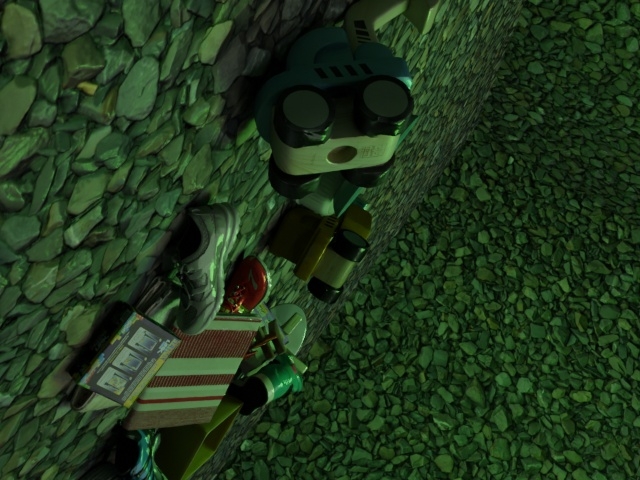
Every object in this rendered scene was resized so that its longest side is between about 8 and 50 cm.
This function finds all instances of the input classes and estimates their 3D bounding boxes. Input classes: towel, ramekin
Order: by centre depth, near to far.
[{"bbox_3d":[-0.374,0.232,1.582,0.317,0.053,0.332,-55,167,-2],"label":"towel"},{"bbox_3d":[-0.292,0.296,1.656,0.237,0.037,0.329,8,117,-46],"label":"towel"},{"bbox_3d":[0.025,-0.164,1.927,0.207,0.109,0.207,-52,168,-17],"label":"ramekin"}]

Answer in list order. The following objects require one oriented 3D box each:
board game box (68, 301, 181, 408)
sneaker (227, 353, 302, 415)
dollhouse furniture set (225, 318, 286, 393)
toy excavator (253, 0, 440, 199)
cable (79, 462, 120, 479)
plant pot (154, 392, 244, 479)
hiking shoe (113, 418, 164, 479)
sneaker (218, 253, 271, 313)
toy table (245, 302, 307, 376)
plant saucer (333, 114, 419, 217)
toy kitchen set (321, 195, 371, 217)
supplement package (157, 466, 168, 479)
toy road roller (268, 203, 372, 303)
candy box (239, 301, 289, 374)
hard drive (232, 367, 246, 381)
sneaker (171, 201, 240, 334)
[{"bbox_3d":[-0.375,0.223,1.398,0.170,0.048,0.141,-52,136,-7],"label":"board game box"},{"bbox_3d":[-0.147,0.404,2.072,0.178,0.124,0.295,-22,174,-32],"label":"sneaker"},{"bbox_3d":[-0.248,0.325,1.881,0.262,0.135,0.259,-13,167,-34],"label":"dollhouse furniture set"},{"bbox_3d":[0.068,-0.345,1.414,0.432,0.445,0.222,-9,154,-11],"label":"toy excavator"},{"bbox_3d":[-0.600,0.698,1.868,0.257,0.089,0.257,-40,161,-56],"label":"cable"},{"bbox_3d":[-0.374,0.507,1.994,0.212,0.187,0.212,-60,168,21],"label":"plant pot"},{"bbox_3d":[-0.470,0.595,1.827,0.132,0.113,0.304,3,78,-64],"label":"hiking shoe"},{"bbox_3d":[-0.219,0.161,1.876,0.118,0.107,0.279,-26,149,-57],"label":"sneaker"},{"bbox_3d":[-0.151,0.328,2.334,0.274,0.252,0.161,-63,-174,-4],"label":"toy table"},{"bbox_3d":[0.126,-0.191,1.774,0.318,0.043,0.317,-50,178,-3],"label":"plant saucer"},{"bbox_3d":[0.035,-0.055,2.227,0.207,0.122,0.166,-59,168,16],"label":"toy kitchen set"},{"bbox_3d":[-0.516,0.776,2.365,0.179,0.105,0.105,-39,161,-55],"label":"supplement package"},{"bbox_3d":[0.000,0.000,2.042,0.203,0.240,0.329,-59,-178,22],"label":"toy road roller"},{"bbox_3d":[-0.195,0.271,2.086,0.070,0.165,0.196,-33,178,26],"label":"candy box"},{"bbox_3d":[-0.223,0.400,2.596,0.237,0.064,0.339,-54,167,-4],"label":"hard drive"},{"bbox_3d":[-0.255,0.054,1.438,0.115,0.105,0.281,3,105,-43],"label":"sneaker"}]
